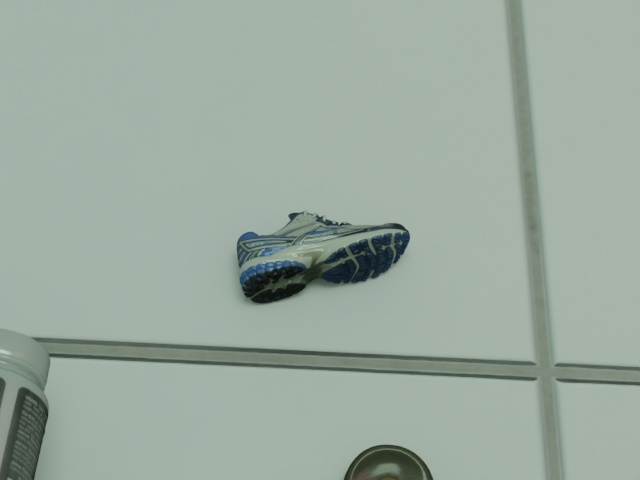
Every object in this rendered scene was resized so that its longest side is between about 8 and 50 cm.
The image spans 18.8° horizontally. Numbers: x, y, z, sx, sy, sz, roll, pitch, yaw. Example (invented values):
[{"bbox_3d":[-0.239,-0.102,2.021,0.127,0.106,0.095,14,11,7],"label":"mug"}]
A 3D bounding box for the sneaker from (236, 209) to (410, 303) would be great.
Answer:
[{"bbox_3d":[0.000,0.000,1.443,0.135,0.052,0.058,-11,54,-16],"label":"sneaker"}]

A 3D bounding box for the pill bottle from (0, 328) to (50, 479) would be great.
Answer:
[{"bbox_3d":[-0.223,0.131,1.279,0.078,0.078,0.137,9,55,-2],"label":"pill bottle"}]

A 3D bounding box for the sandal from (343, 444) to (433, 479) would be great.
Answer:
[{"bbox_3d":[0.058,0.228,1.291,0.090,0.060,0.219,1,56,-7],"label":"sandal"}]
